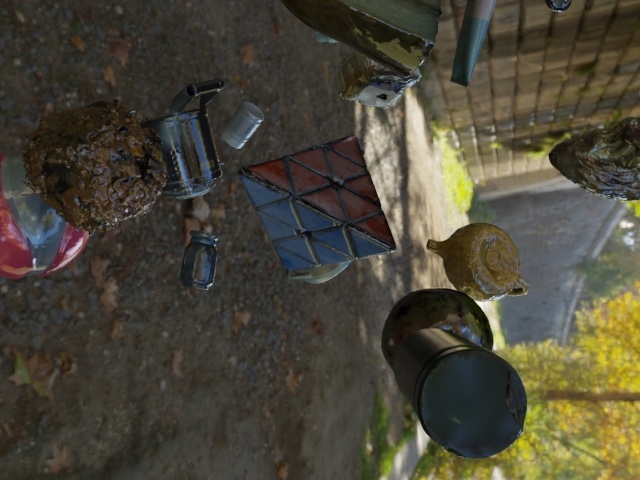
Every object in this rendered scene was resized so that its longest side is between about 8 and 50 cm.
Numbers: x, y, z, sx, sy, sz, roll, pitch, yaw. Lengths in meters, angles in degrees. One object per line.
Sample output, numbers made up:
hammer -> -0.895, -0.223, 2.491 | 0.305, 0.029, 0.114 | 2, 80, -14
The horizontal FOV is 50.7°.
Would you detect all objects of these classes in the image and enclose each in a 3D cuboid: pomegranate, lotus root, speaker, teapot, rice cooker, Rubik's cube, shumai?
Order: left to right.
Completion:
speaker -> -0.672, -0.058, 1.521 | 0.294, 0.294, 0.294 | -9, 90, -76
teapot -> -0.173, 0.029, 0.979 | 0.063, 0.049, 0.083 | 113, -13, -81
rice cooker -> -0.006, 0.015, 1.508 | 0.127, 0.206, 0.145 | 50, 49, -28
Rubik's cube -> 0.000, 0.000, 0.891 | 0.190, 0.211, 0.178 | 49, -43, 25
lotus root -> 0.037, -0.379, 0.975 | 0.149, 0.260, 0.267 | 125, -20, -58
pomegranate -> 0.264, 0.235, 1.505 | 0.306, 0.242, 0.242 | 63, 23, -57
teapot -> 0.405, 0.068, 1.750 | 0.311, 0.167, 0.203 | 29, 61, -23
shumai -> 0.561, -0.164, 1.296 | 0.161, 0.209, 0.153 | -68, -179, -48

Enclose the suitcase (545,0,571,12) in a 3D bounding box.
suitcase -> 0.293, -0.426, 0.723 | 0.339, 0.345, 0.188 | 19, 84, -30

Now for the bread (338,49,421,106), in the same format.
bread -> 0.175, -0.494, 2.052 | 0.209, 0.192, 0.110 | 7, 61, -35

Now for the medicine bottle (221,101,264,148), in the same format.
medicine bottle -> -0.172, -0.254, 1.489 | 0.058, 0.091, 0.058 | 32, 29, -20

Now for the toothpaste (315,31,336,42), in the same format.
toothpaste -> 0.106, -0.495, 1.539 | 0.075, 0.297, 0.048 | 34, 66, -43

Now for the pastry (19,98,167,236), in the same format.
pastry -> -0.416, -0.152, 1.253 | 0.193, 0.274, 0.275 | 91, -1, -60

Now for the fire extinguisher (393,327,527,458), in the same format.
fire extinguisher -> 0.136, 0.150, 0.720 | 0.114, 0.095, 0.311 | 42, -2, 1

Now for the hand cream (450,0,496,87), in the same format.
hand cream -> 0.363, -0.522, 1.586 | 0.111, 0.070, 0.312 | -124, -134, -66

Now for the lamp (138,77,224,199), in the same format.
lamp -> -0.396, -0.262, 1.973 | 0.272, 0.374, 0.205 | 60, 29, -7
